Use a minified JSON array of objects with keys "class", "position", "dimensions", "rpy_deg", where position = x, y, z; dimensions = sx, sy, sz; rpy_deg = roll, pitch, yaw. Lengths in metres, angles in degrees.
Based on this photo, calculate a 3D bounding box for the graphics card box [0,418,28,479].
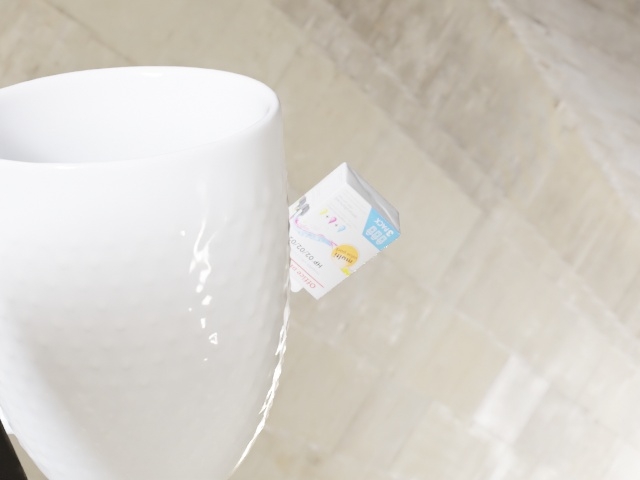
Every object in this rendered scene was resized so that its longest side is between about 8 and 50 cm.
[{"class":"graphics card box","position":[-0.280,0.104,0.765],"dimensions":[0.094,0.232,0.371],"rpy_deg":[-35,-75,-61]}]

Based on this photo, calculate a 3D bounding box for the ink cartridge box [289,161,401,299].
[{"class":"ink cartridge box","position":[0.000,0.000,1.890],"dimensions":[0.104,0.181,0.062],"rpy_deg":[42,-158,-23]}]

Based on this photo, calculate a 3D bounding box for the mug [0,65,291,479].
[{"class":"mug","position":[-0.208,0.050,1.265],"dimensions":[0.374,0.328,0.276],"rpy_deg":[-5,-158,-4]}]
